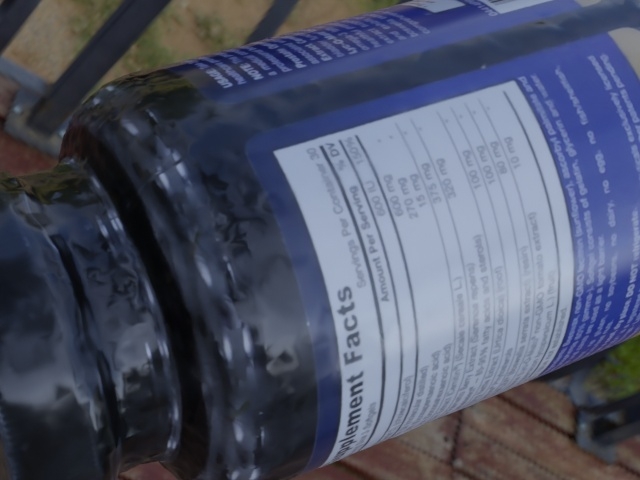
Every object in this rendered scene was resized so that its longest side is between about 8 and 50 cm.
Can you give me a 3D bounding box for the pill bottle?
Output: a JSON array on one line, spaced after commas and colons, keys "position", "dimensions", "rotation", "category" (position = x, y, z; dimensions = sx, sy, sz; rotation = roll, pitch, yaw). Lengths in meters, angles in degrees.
[{"position": [0.000, 0.000, 0.383], "dimensions": [0.219, 0.123, 0.122], "rotation": [-18, 79, -23], "category": "pill bottle"}]
